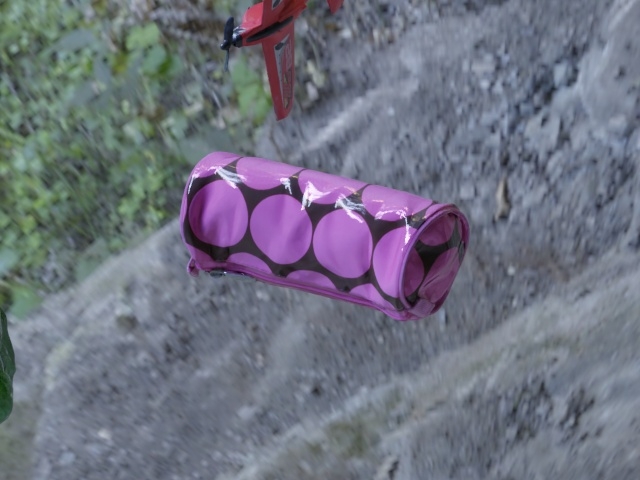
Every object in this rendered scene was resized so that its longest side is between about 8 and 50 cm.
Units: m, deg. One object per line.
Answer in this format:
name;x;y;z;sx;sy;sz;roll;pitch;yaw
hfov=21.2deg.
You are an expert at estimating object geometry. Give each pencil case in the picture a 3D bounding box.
pencil case;0.000;0.000;1.265;0.209;0.095;0.098;12;72;29

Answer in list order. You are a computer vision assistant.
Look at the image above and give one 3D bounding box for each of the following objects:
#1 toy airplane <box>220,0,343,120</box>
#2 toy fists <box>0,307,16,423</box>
toy airplane;-0.015;-0.160;1.131;0.028;0.151;0.151;28;80;31
toy fists;-0.270;0.005;1.141;0.096;0.142;0.279;-13;95;5
